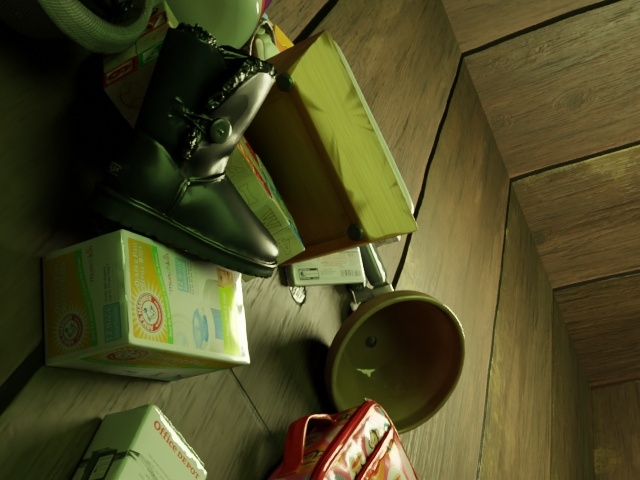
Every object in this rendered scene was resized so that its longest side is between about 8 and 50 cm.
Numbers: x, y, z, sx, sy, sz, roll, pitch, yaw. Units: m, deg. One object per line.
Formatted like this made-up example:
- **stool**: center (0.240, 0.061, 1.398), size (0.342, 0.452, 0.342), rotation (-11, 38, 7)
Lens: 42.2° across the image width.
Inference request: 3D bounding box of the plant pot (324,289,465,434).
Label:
- **plant pot**: center (0.101, 0.180, 1.307), size (0.237, 0.237, 0.110), rotation (61, -13, -27)

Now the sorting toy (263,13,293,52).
- **sorting toy**: center (-0.092, -0.296, 1.327), size (0.208, 0.038, 0.193), rotation (45, 37, -47)

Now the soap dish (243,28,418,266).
- **soap dish**: center (-0.024, -0.107, 1.131), size (0.118, 0.229, 0.291), rotation (-37, 106, -45)

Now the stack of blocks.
- **stack of blocks**: center (-0.138, -0.114, 0.986), size (0.297, 0.087, 0.171), rotation (58, 5, -34)

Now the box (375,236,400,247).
- **box**: center (0.056, -0.125, 1.510), size (0.324, 0.063, 0.067), rotation (57, 31, -33)

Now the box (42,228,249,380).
- **box**: center (-0.174, 0.074, 0.847), size (0.203, 0.103, 0.114), rotation (26, 52, -59)

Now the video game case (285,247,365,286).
- **video game case**: center (0.000, 0.000, 1.307), size (0.157, 0.019, 0.143), rotation (-1, 75, -44)

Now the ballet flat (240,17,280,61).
- **ballet flat**: center (-0.077, -0.226, 1.225), size (0.077, 0.079, 0.221), rotation (-30, 121, -28)

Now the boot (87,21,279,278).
- **boot**: center (-0.094, -0.085, 0.850), size (0.246, 0.094, 0.207), rotation (26, 94, -45)

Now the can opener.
- **can opener**: center (0.075, 0.062, 1.421), size (0.280, 0.074, 0.093), rotation (69, 24, -10)

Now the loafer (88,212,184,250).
- **loafer**: center (-0.190, -0.013, 0.921), size (0.170, 0.062, 0.061), rotation (-11, 89, -65)

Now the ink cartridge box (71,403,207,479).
- **ink cartridge box**: center (-0.178, 0.248, 0.779), size (0.109, 0.063, 0.150), rotation (60, 27, -28)

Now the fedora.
- **fedora**: center (-0.283, -0.305, 0.819), size (0.275, 0.124, 0.244), rotation (55, 32, -50)

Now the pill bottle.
- **pill bottle**: center (-0.135, -0.384, 1.114), size (0.181, 0.181, 0.323), rotation (59, 28, -30)

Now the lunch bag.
- **lunch bag**: center (0.031, 0.350, 1.115), size (0.258, 0.120, 0.293), rotation (66, 25, -6)
